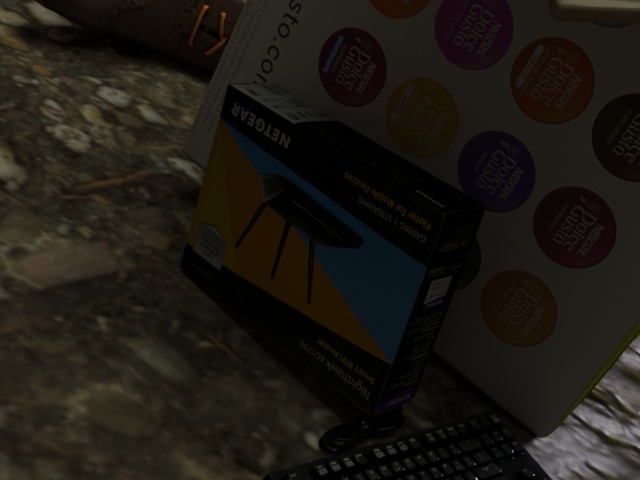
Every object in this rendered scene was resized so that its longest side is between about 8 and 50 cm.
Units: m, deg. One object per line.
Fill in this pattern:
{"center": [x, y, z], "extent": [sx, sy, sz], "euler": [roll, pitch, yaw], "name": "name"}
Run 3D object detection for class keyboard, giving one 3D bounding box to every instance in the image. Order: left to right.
{"center": [0.049, 0.127, 0.599], "extent": [0.180, 0.023, 0.108], "euler": [-5, 38, -43], "name": "keyboard"}

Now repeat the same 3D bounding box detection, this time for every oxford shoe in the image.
{"center": [-0.086, -0.212, 0.994], "extent": [0.363, 0.130, 0.133], "euler": [1, 40, -34], "name": "oxford shoe"}

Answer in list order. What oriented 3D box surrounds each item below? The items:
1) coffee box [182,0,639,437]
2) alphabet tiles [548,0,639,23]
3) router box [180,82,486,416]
{"center": [0.176, -0.134, 0.786], "extent": [0.334, 0.338, 0.338], "euler": [39, 31, 17], "name": "coffee box"}
{"center": [0.209, -0.220, 0.571], "extent": [0.342, 0.011, 0.285], "euler": [0, 58, -6], "name": "alphabet tiles"}
{"center": [0.000, 0.000, 0.650], "extent": [0.179, 0.133, 0.046], "euler": [34, 28, 34], "name": "router box"}
